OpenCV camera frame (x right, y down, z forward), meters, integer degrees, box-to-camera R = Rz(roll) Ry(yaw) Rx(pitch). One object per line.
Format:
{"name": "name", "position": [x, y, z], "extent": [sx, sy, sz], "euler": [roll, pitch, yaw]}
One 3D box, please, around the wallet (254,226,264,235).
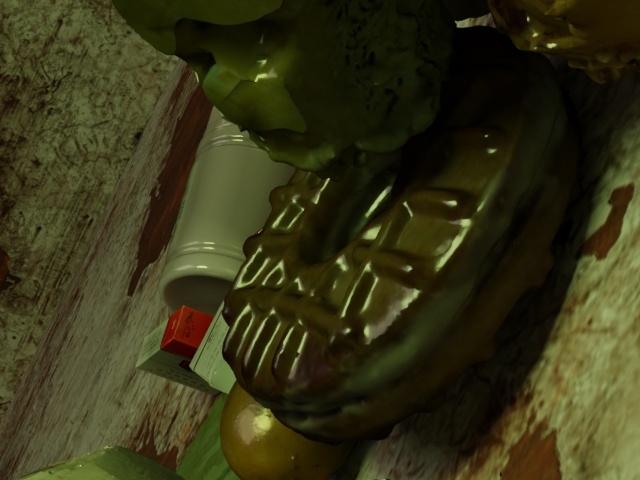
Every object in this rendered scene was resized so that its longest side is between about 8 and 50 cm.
{"name": "wallet", "position": [0.000, 0.000, 1.297], "extent": [0.142, 0.045, 0.204], "euler": [-44, 18, 2]}

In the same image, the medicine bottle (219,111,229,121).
{"name": "medicine bottle", "position": [0.016, -0.108, 1.181], "extent": [0.103, 0.187, 0.103], "euler": [-57, 18, 30]}

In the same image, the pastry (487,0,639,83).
{"name": "pastry", "position": [0.207, -0.235, 0.767], "extent": [0.255, 0.162, 0.311], "euler": [128, 163, -67]}

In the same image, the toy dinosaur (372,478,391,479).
{"name": "toy dinosaur", "position": [0.039, 0.217, 0.907], "extent": [0.132, 0.059, 0.096], "euler": [-49, 28, 29]}

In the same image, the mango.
{"name": "mango", "position": [-0.014, 0.128, 1.111], "extent": [0.163, 0.111, 0.089], "euler": [-52, -26, -24]}

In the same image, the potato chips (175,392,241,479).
{"name": "potato chips", "position": [-0.101, 0.244, 1.317], "extent": [0.429, 0.070, 0.358], "euler": [-54, 15, 32]}

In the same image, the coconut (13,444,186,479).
{"name": "coconut", "position": [-0.168, 0.268, 1.065], "extent": [0.241, 0.241, 0.241], "euler": [-58, 18, 31]}

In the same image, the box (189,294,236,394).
{"name": "box", "position": [-0.083, 0.099, 1.315], "extent": [0.084, 0.040, 0.154], "euler": [-65, 11, -4]}

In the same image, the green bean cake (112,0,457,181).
{"name": "green bean cake", "position": [-0.006, -0.191, 0.825], "extent": [0.202, 0.285, 0.310], "euler": [-49, 8, -34]}

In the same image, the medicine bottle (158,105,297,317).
{"name": "medicine bottle", "position": [-0.089, -0.034, 1.535], "extent": [0.133, 0.133, 0.249], "euler": [-45, 28, 54]}

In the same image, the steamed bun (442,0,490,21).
{"name": "steamed bun", "position": [0.110, -0.300, 1.019], "extent": [0.309, 0.309, 0.309], "euler": [-58, 18, 31]}

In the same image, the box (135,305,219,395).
{"name": "box", "position": [-0.133, 0.123, 1.522], "extent": [0.152, 0.100, 0.048], "euler": [146, 141, -64]}

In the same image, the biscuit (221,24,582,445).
{"name": "biscuit", "position": [0.052, -0.008, 0.987], "extent": [0.332, 0.103, 0.332], "euler": [-45, 23, 25]}
